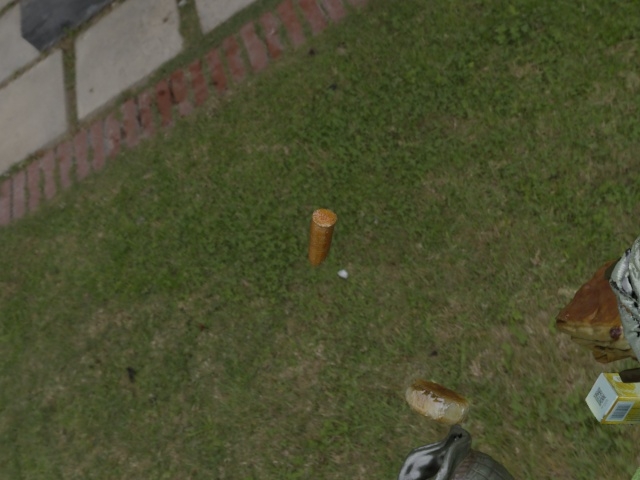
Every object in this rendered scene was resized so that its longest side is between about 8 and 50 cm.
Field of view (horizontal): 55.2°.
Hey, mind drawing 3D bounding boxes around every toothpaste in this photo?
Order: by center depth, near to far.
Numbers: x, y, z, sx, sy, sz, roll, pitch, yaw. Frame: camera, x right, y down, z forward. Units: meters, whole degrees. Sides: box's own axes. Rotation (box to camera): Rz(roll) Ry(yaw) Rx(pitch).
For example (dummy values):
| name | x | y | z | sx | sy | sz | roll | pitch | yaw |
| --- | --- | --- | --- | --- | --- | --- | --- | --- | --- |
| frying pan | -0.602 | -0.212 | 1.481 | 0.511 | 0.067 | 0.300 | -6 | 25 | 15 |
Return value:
| name | x | y | z | sx | sy | sz | roll | pitch | yaw |
| --- | --- | --- | --- | --- | --- | --- | --- | --- | --- |
| toothpaste | 0.693 | 0.316 | 1.217 | 0.312 | 0.089 | 0.071 | 4 | 33 | -12 |

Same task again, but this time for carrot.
| name | x | y | z | sx | sy | sz | roll | pitch | yaw |
| --- | --- | --- | --- | --- | --- | --- | --- | --- | --- |
| carrot | 0.000 | 0.000 | 1.131 | 0.048 | 0.139 | 0.048 | 4 | 51 | -5 |

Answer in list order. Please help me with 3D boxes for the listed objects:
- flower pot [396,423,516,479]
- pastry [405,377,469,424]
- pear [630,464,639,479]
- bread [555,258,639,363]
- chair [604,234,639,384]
| name | x | y | z | sx | sy | sz | roll | pitch | yaw |
| --- | --- | --- | --- | --- | --- | --- | --- | --- | --- |
| flower pot | 0.268 | 0.564 | 1.317 | 0.301 | 0.302 | 0.213 | -40 | 81 | 5 |
| pastry | 0.353 | 0.496 | 1.867 | 0.192 | 0.182 | 0.093 | 21 | 92 | 33 |
| pear | 0.804 | 0.640 | 1.398 | 0.159 | 0.292 | 0.292 | 36 | 85 | 9 |
| bread | 0.737 | 0.167 | 1.427 | 0.277 | 0.324 | 0.167 | -44 | 95 | -12 |
| chair | 0.358 | 0.049 | 0.536 | 0.186 | 0.319 | 0.160 | -7 | 73 | 14 |
